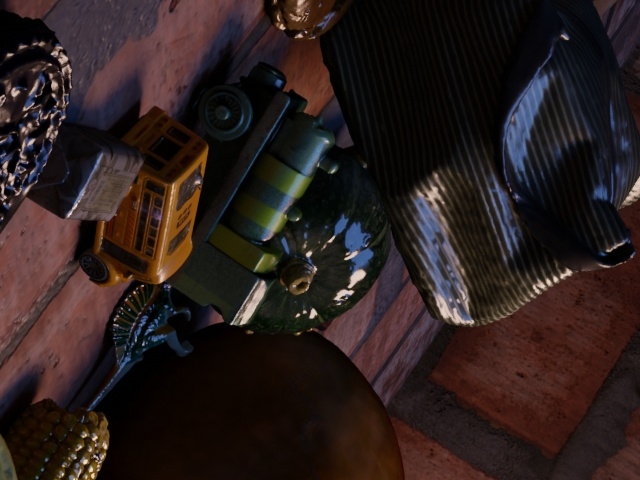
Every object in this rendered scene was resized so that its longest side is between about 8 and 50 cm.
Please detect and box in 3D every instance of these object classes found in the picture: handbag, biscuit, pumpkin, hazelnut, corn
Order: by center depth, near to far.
[{"bbox_3d":[-0.216,-0.049,1.113,0.194,0.053,0.194,-55,167,-19],"label":"biscuit"},{"bbox_3d":[-0.273,0.254,1.541,0.293,0.106,0.106,-58,169,-12],"label":"corn"},{"bbox_3d":[0.026,-0.267,1.595,0.226,0.042,0.226,-55,167,-20],"label":"biscuit"},{"bbox_3d":[-0.031,-0.003,1.676,0.190,0.190,0.146,109,-8,-45],"label":"pumpkin"},{"bbox_3d":[0.167,-0.108,1.750,0.240,0.341,0.247,-15,-166,25],"label":"handbag"},{"bbox_3d":[-0.085,0.258,1.837,0.366,0.365,0.366,-55,168,-18],"label":"hazelnut"}]

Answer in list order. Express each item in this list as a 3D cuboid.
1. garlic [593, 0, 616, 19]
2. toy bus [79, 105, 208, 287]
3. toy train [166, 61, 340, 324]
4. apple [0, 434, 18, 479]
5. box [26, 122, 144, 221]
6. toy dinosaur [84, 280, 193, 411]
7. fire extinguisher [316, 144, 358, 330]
[{"bbox_3d":[0.271,-0.282,2.344,0.325,0.132,0.279,-52,168,-17],"label":"garlic"},{"bbox_3d":[-0.135,-0.023,1.462,0.069,0.074,0.162,-51,165,-38],"label":"toy bus"},{"bbox_3d":[-0.066,-0.042,1.560,0.200,0.132,0.083,-59,169,12],"label":"toy train"},{"bbox_3d":[-0.279,0.176,1.146,0.173,0.160,0.195,-67,143,-65],"label":"apple"},{"bbox_3d":[-0.167,-0.047,1.339,0.062,0.045,0.098,-60,170,4],"label":"box"},{"bbox_3d":[-0.165,0.079,1.701,0.187,0.044,0.106,-37,146,-28],"label":"toy dinosaur"},{"bbox_3d":[0.000,0.000,1.900,0.106,0.147,0.337,-42,176,26],"label":"fire extinguisher"}]
